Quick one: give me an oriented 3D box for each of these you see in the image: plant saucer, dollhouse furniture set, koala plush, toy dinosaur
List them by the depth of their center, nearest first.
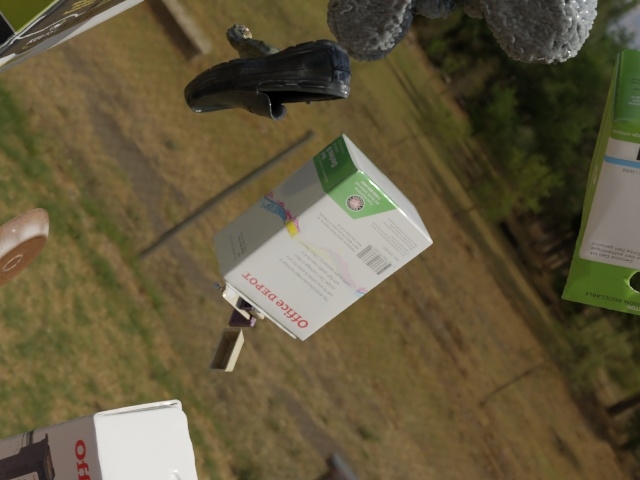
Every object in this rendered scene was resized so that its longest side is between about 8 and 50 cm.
[{"bbox_3d":[0.109,-0.268,0.855,0.221,0.196,0.203,-70,158,-43],"label":"koala plush"},{"bbox_3d":[-0.112,0.110,1.537,0.081,0.091,0.114,49,50,-41],"label":"dollhouse furniture set"},{"bbox_3d":[-0.059,-0.244,1.693,0.118,0.064,0.268,49,-9,-33],"label":"toy dinosaur"},{"bbox_3d":[-0.519,0.027,1.949,0.036,0.198,0.198,48,9,7],"label":"plant saucer"}]

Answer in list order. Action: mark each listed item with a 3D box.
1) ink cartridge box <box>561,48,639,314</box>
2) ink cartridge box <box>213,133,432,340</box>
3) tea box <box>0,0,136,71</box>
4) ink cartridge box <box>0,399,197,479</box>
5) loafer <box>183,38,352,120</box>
[{"bbox_3d":[0.289,0.001,0.880,0.097,0.189,0.255,-69,167,-46],"label":"ink cartridge box"},{"bbox_3d":[0.000,0.000,1.420,0.154,0.212,0.093,42,16,-33],"label":"ink cartridge box"},{"bbox_3d":[-0.177,-0.314,0.924,0.220,0.324,0.329,56,33,-10],"label":"tea box"},{"bbox_3d":[-0.216,0.247,1.027,0.100,0.237,0.171,1,74,-49],"label":"ink cartridge box"},{"bbox_3d":[-0.067,-0.184,1.441,0.076,0.223,0.078,18,65,-64],"label":"loafer"}]
